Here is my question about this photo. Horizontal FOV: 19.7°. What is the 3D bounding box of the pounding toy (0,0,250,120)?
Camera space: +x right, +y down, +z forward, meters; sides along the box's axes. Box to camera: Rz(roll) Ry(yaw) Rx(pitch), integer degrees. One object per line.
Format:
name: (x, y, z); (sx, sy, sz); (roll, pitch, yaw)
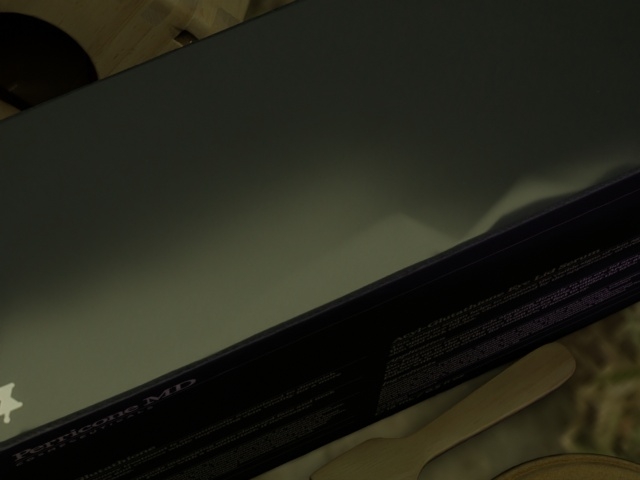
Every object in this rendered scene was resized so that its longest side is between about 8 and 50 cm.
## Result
pounding toy: (-0.109, -0.054, 0.661); (0.094, 0.206, 0.181); (34, 42, -20)

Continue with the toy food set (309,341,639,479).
toy food set: (0.094, 0.140, 0.669); (0.132, 0.038, 0.192); (-29, 70, -19)

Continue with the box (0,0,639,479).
box: (0.000, 0.000, 0.628); (0.261, 0.184, 0.103); (-23, 75, -10)
